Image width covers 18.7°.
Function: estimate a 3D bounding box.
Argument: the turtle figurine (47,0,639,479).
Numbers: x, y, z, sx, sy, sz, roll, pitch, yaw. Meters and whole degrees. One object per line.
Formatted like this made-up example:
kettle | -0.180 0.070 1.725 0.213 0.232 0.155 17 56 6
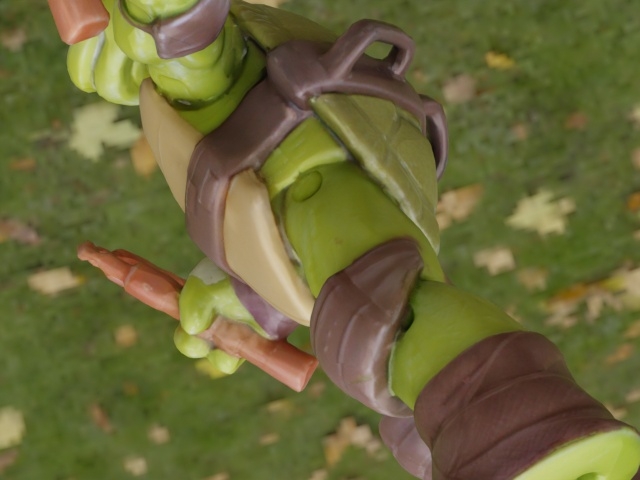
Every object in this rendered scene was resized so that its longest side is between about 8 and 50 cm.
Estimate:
turtle figurine | 0.000 0.000 0.463 0.087 0.217 0.269 -33 150 -11
